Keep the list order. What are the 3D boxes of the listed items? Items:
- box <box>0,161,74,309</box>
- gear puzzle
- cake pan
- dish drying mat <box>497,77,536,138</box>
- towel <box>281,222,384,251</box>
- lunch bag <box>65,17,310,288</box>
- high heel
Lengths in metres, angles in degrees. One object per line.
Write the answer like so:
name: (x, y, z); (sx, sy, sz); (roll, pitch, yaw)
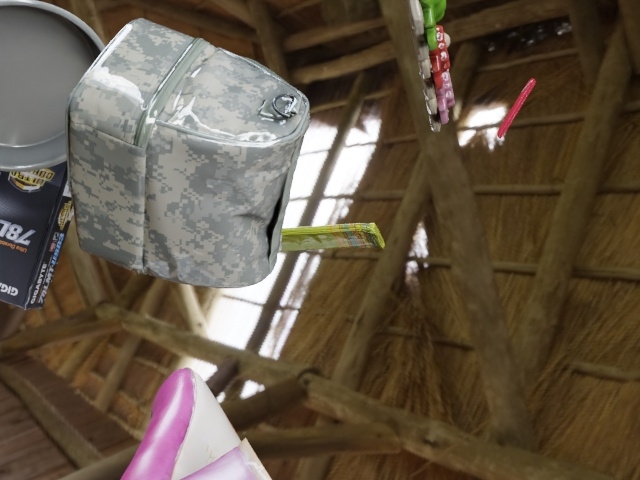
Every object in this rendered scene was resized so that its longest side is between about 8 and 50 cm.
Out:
box: (-0.599, -0.058, 1.391); (0.295, 0.073, 0.293); (18, -92, 11)
gear puzzle: (0.111, -0.264, 0.809); (0.339, 0.044, 0.176); (56, 24, -67)
cake pan: (-0.473, -0.245, 1.209); (0.054, 0.293, 0.293); (-125, -148, -44)
dish drying mat: (0.253, -0.171, 0.998); (0.008, 0.032, 0.083); (30, -69, -1)
towel: (0.000, 0.000, 1.478); (0.102, 0.237, 0.021); (55, 35, -62)
lunch bag: (-0.157, -0.087, 0.972); (0.256, 0.213, 0.305); (21, -43, 3)
high heel: (-0.094, 0.144, 0.432); (0.082, 0.117, 0.244); (62, -15, -15)
